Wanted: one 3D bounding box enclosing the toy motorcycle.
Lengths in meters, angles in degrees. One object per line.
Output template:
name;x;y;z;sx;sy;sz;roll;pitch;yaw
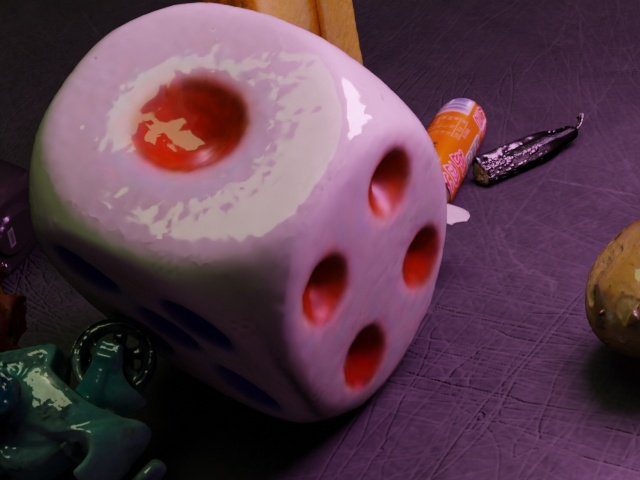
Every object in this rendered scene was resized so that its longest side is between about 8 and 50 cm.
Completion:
toy motorcycle;-0.266;0.185;1.145;0.260;0.154;0.206;-12;65;0

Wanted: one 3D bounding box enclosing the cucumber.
cucumber;0.261;-0.111;1.563;0.163;0.043;0.039;-21;-13;-18

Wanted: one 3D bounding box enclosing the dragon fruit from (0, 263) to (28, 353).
dragon fruit;-0.424;0.103;1.316;0.210;0.205;0.268;11;-12;-34

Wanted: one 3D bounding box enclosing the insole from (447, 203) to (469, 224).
insole;0.074;-0.048;1.387;0.197;0.004;0.065;18;28;28

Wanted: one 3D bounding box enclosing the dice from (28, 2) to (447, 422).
dice;-0.071;-0.023;1.185;0.304;0.304;0.277;20;66;28

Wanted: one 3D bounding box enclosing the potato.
potato;0.362;0.033;1.152;0.248;0.143;0.169;-12;39;2

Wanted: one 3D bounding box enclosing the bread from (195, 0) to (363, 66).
bread;-0.094;-0.254;1.526;0.245;0.361;0.233;6;24;32

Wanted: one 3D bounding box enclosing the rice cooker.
rice cooker;-0.429;-0.020;1.593;0.118;0.142;0.203;13;40;20

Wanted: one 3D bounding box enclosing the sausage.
sausage;0.158;-0.114;1.574;0.071;0.071;0.234;0;32;23
